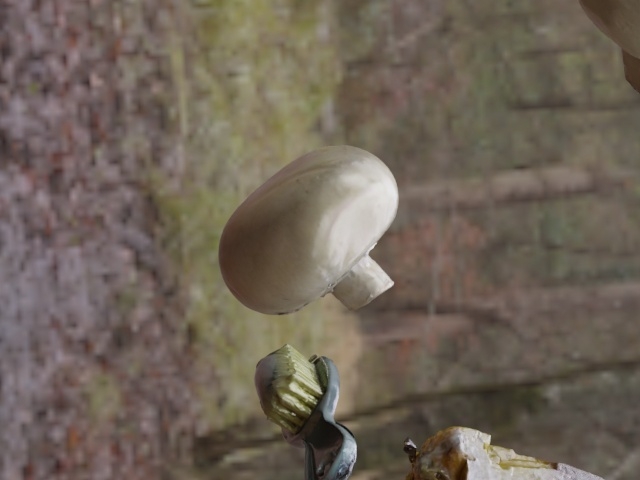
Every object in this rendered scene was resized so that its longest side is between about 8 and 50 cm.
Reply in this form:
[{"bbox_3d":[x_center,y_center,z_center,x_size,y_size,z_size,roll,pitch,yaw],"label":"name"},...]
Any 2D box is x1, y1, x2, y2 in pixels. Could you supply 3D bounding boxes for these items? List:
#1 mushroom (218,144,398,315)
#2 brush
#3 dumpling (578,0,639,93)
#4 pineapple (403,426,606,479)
[{"bbox_3d":[0.000,0.000,2.136,0.202,0.246,0.246,43,4,-1],"label":"mushroom"},{"bbox_3d":[-0.018,0.125,1.323,0.068,0.060,0.297,-55,-171,3],"label":"brush"},{"bbox_3d":[0.356,-0.294,1.740,0.243,0.187,0.318,30,-37,57],"label":"dumpling"},{"bbox_3d":[0.157,0.241,1.355,0.186,0.114,0.236,-14,76,-47],"label":"pineapple"}]
